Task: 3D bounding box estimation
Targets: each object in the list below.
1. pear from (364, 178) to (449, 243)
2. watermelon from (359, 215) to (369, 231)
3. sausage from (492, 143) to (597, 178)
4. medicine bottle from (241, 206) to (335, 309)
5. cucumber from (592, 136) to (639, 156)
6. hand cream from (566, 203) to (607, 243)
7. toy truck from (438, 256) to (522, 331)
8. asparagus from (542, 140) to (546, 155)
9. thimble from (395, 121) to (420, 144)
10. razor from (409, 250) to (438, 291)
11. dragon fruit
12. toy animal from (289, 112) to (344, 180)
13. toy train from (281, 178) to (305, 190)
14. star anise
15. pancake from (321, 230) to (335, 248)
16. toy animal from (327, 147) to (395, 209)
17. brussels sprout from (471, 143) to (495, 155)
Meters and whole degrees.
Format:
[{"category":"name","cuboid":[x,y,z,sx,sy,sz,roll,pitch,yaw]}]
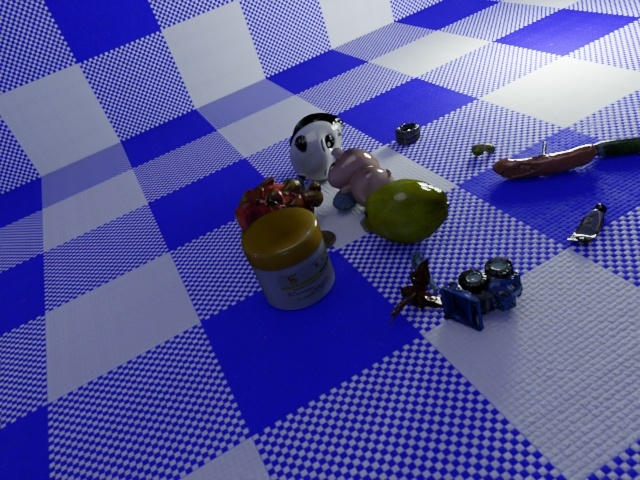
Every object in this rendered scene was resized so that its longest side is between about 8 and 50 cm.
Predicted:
[{"category":"pear","cuboid":[0.270,-0.092,1.700,0.269,0.212,0.212,-5,37,11]},{"category":"watermelon","cuboid":[0.224,-0.086,1.853,0.180,0.081,0.094,-26,60,-1]},{"category":"sausage","cuboid":[0.750,-0.258,1.811,0.327,0.079,0.087,-9,47,17]},{"category":"medicine bottle","cuboid":[-0.093,0.055,1.647,0.238,0.232,0.238,-14,35,10]},{"category":"cucumber","cuboid":[0.996,-0.310,1.788,0.250,0.056,0.056,-5,37,19]},{"category":"hand cream","cuboid":[0.772,-0.044,1.545,0.062,0.039,0.163,22,58,42]},{"category":"toy truck","cuboid":[0.418,0.144,1.384,0.208,0.113,0.126,-24,36,-5]},{"category":"asparagus","cuboid":[0.799,-0.314,1.921,0.016,0.013,0.166,-10,33,32]},{"category":"thimble","cuboid":[0.368,-0.452,2.273,0.095,0.066,0.104,20,47,41]},{"category":"razor","cuboid":[0.305,0.098,1.563,0.040,0.068,0.135,-23,46,-2]},{"category":"dragon fruit","cuboid":[-0.146,-0.108,1.920,0.307,0.227,0.243,1,39,5]},{"category":"toy animal","cuboid":[-0.020,-0.376,2.203,0.251,0.250,0.310,-7,26,17]},{"category":"toy train","cuboid":[-0.116,-0.188,2.139,0.100,0.070,0.172,1,38,16]},{"category":"star anise","cuboid":[0.238,0.147,1.464,0.144,0.158,0.140,-5,64,-27]},{"category":"pancake","cuboid":[0.000,0.001,1.869,0.115,0.011,0.115,-14,33,9]},{"category":"toy animal","cuboid":[0.152,-0.222,1.936,0.221,0.210,0.229,1,73,39]},{"category":"brussels sprout","cuboid":[0.611,-0.344,2.020,0.083,0.046,0.051,-12,-6,9]}]
